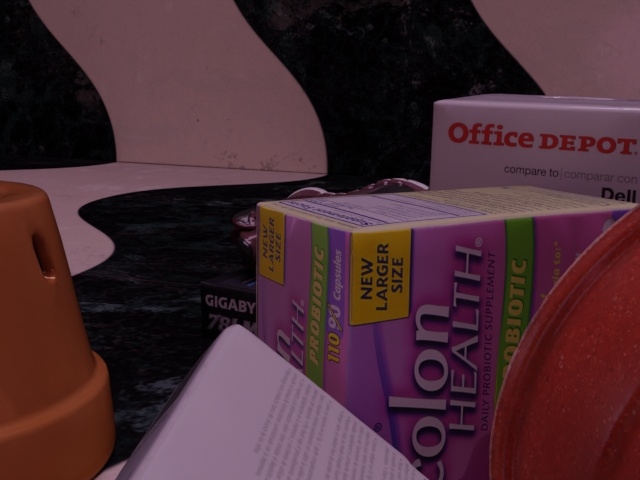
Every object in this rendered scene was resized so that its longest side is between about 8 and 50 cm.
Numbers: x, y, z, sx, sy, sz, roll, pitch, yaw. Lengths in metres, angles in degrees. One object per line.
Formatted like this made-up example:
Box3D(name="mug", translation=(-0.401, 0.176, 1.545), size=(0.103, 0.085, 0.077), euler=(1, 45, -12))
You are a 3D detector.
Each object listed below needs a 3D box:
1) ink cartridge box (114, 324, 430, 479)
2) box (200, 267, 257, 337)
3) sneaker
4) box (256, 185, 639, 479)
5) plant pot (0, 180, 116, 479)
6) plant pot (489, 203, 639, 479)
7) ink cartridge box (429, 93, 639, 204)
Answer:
Box3D(name="ink cartridge box", translation=(0.013, 0.169, 0.361), size=(0.239, 0.060, 0.275), euler=(40, 16, -4))
Box3D(name="box", translation=(0.064, 0.070, 1.030), size=(0.293, 0.073, 0.295), euler=(7, 13, 32))
Box3D(name="sneaker", translation=(0.000, 0.000, 0.987), size=(0.162, 0.106, 0.281), euler=(-17, 10, -37))
Box3D(name="box", translation=(0.088, 0.079, 0.599), size=(0.243, 0.214, 0.117), euler=(-5, 12, -30))
Box3D(name="plant pot", translation=(-0.300, 0.065, 0.658), size=(0.291, 0.203, 0.291), euler=(2, 10, 0))
Box3D(name="plant pot", translation=(0.234, 0.128, 0.311), size=(0.272, 0.272, 0.265), euler=(-1, 19, -11))
Box3D(name="ink cartridge box", translation=(0.201, 0.017, 0.764), size=(0.201, 0.278, 0.117), euler=(9, 13, 34))
